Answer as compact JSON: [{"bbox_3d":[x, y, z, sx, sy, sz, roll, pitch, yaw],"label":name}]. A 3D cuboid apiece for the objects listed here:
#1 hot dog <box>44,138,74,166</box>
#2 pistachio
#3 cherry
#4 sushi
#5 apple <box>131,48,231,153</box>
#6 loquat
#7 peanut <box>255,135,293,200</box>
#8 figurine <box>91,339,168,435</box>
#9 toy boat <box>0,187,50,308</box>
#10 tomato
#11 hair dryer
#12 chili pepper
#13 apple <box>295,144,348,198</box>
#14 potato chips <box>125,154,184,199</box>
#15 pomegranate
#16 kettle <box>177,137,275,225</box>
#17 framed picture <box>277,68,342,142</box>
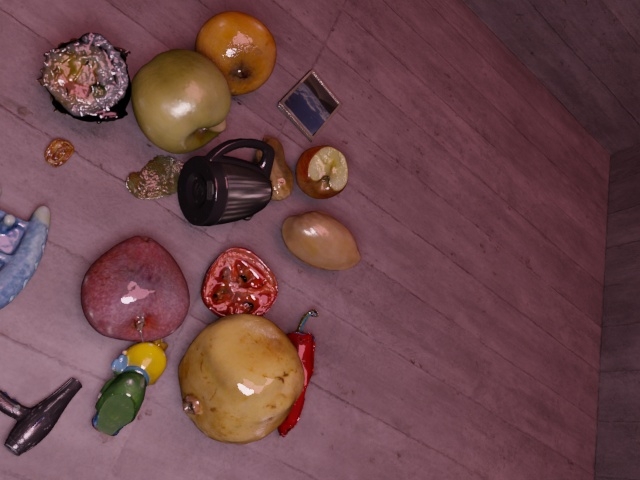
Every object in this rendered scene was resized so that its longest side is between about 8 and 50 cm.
[{"bbox_3d":[-0.697,-0.236,1.383,0.058,0.035,0.083,38,56,-24],"label":"hot dog"},{"bbox_3d":[0.000,0.000,1.722,0.293,0.162,0.181,31,76,-28],"label":"pistachio"},{"bbox_3d":[-0.467,0.124,1.311,0.261,0.221,0.307,14,50,-35],"label":"cherry"},{"bbox_3d":[-0.629,-0.427,1.397,0.239,0.219,0.225,-13,105,-33],"label":"sushi"},{"bbox_3d":[-0.400,-0.401,1.495,0.292,0.292,0.254,-36,87,-38],"label":"apple"},{"bbox_3d":[-0.272,-0.599,1.665,0.263,0.263,0.263,12,68,-32],"label":"loquat"},{"bbox_3d":[-0.155,-0.241,1.731,0.120,0.110,0.236,-3,67,-25],"label":"peanut"},{"bbox_3d":[-0.473,0.356,1.300,0.127,0.185,0.234,23,24,-16],"label":"figurine"},{"bbox_3d":[-0.765,0.022,1.195,0.215,0.123,0.329,32,57,-24],"label":"toy boat"},{"bbox_3d":[-0.250,0.140,1.539,0.228,0.101,0.227,9,70,-24],"label":"tomato"},{"bbox_3d":[-0.689,0.352,1.183,0.219,0.075,0.195,41,45,-8],"label":"hair dryer"},{"bbox_3d":[-0.075,0.394,1.572,0.110,0.110,0.387,19,68,-29],"label":"chili pepper"},{"bbox_3d":[0.000,-0.231,1.797,0.195,0.160,0.173,17,62,-28],"label":"apple"},{"bbox_3d":[-0.475,-0.190,1.535,0.209,0.026,0.142,-4,75,-36],"label":"potato chips"},{"bbox_3d":[-0.213,0.359,1.356,0.333,0.332,0.332,12,68,-32],"label":"pomegranate"},{"bbox_3d":[-0.264,-0.170,1.570,0.271,0.207,0.250,-3,89,-45],"label":"kettle"},{"bbox_3d":[-0.036,-0.513,1.959,0.189,0.023,0.260,47,53,-17],"label":"framed picture"}]
